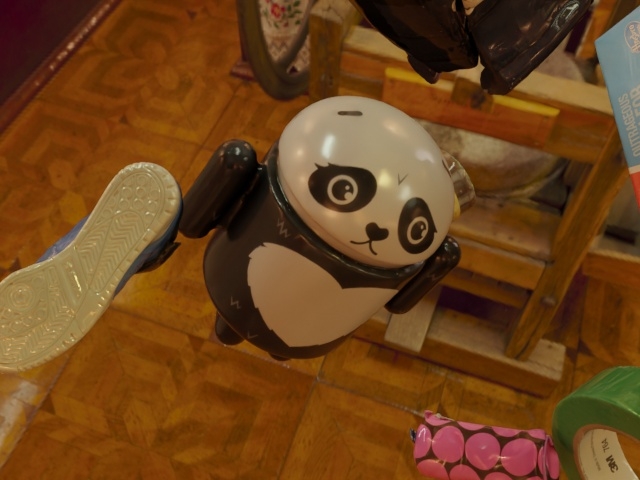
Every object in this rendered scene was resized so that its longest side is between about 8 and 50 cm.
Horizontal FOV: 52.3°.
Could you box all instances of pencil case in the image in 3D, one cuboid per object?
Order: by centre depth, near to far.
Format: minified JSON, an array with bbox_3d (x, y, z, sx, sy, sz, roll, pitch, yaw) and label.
[{"bbox_3d":[0.240,0.309,0.949,0.209,0.095,0.098,-1,67,34],"label":"pencil case"}]

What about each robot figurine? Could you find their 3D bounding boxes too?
[{"bbox_3d":[-0.002,0.001,0.596,0.209,0.278,0.173,-15,63,-47],"label":"robot figurine"}]

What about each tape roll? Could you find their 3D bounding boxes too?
[{"bbox_3d":[0.435,0.314,0.812,0.077,0.321,0.321,-29,61,-17],"label":"tape roll"}]

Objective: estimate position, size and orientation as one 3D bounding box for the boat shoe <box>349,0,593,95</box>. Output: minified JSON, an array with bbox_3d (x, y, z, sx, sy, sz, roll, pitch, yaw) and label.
[{"bbox_3d":[0.119,-0.237,0.337,0.127,0.158,0.340,30,80,45],"label":"boat shoe"}]

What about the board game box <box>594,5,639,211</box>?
[{"bbox_3d":[0.401,-0.054,0.592,0.317,0.064,0.242,17,57,-27],"label":"board game box"}]

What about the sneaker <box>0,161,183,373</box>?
[{"bbox_3d":[-0.142,0.018,0.410,0.058,0.084,0.152,39,84,-2],"label":"sneaker"}]

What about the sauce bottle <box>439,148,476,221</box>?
[{"bbox_3d":[0.059,-0.005,0.935,0.344,0.111,0.111,-33,62,-12],"label":"sauce bottle"}]
